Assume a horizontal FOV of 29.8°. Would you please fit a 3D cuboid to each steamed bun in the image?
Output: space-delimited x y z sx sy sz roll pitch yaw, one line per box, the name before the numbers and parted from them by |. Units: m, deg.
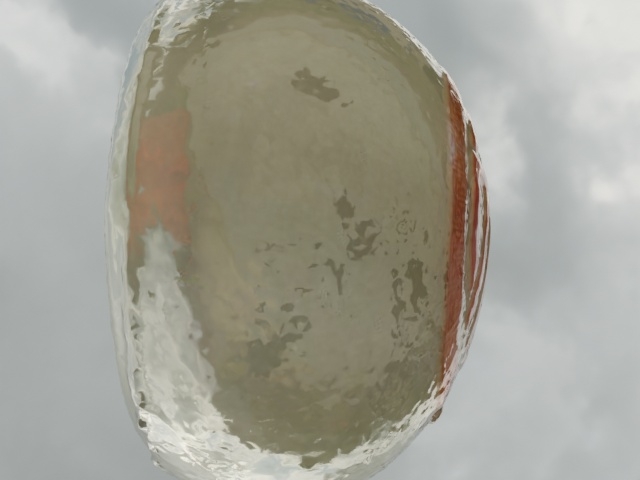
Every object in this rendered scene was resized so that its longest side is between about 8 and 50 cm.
steamed bun | 0.000 0.000 0.636 0.177 0.283 0.283 1 -121 4
